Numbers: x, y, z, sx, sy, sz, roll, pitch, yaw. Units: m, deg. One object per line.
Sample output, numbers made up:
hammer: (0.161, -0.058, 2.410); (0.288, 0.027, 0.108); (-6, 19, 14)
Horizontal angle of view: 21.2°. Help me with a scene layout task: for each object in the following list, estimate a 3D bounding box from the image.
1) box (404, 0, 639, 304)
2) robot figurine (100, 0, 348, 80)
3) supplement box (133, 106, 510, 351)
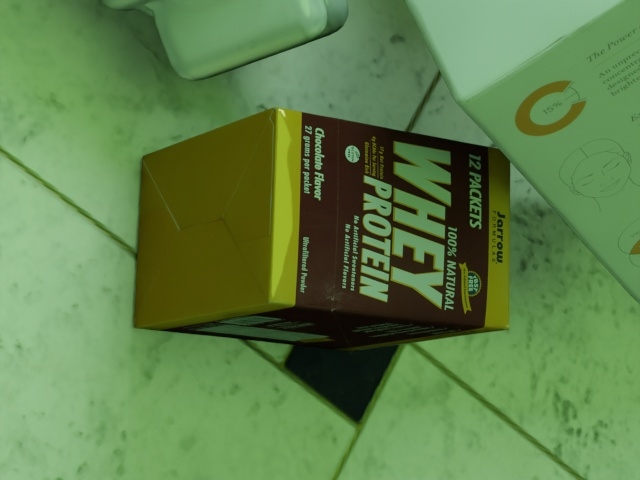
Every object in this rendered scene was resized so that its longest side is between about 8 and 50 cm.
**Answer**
box: (0.227, -0.130, 1.215); (0.345, 0.215, 0.168); (40, 21, -51)
robot figurine: (-0.094, -0.294, 1.182); (0.300, 0.199, 0.353); (-50, 121, -76)
supplement box: (0.000, 0.000, 1.205); (0.194, 0.191, 0.129); (8, 78, -32)
